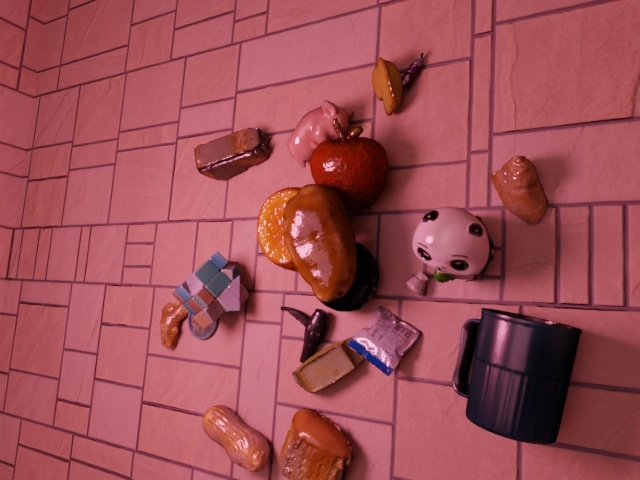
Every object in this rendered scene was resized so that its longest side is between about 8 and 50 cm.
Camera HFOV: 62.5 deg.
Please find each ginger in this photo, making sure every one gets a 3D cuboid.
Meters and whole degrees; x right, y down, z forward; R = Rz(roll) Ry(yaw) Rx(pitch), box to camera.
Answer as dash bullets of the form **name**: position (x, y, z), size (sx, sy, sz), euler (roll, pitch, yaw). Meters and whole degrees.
- **ginger**: position (0.569, -0.146, 1.473), size (0.115, 0.122, 0.193), euler (-27, 73, 3)
- **ginger**: position (-0.603, 0.324, 2.118), size (0.115, 0.081, 0.205), euler (23, 85, 1)

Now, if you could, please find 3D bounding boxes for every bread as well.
- **bread**: position (0.225, -0.508, 1.756), size (0.065, 0.149, 0.187), euler (-16, 91, -15)
- **bread**: position (-0.080, -0.047, 1.811), size (0.312, 0.172, 0.312), euler (-4, 82, 30)
- **bread**: position (-0.029, 0.654, 1.662), size (0.262, 0.163, 0.204), euler (22, 91, 41)

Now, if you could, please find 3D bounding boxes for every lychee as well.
- **lychee**: position (0.091, -0.242, 1.707), size (0.255, 0.255, 0.299), euler (-1, 91, 31)

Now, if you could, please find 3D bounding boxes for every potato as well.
- **potato**: position (0.000, 0.000, 1.582), size (0.176, 0.196, 0.369), euler (-43, 60, 57)

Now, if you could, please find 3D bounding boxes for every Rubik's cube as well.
- **Rubik's cube**: position (-0.386, 0.184, 1.941), size (0.213, 0.265, 0.224), euler (46, 147, -7)

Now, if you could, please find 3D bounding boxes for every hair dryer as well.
- **hair dryer**: position (-0.074, 0.294, 1.824), size (0.219, 0.075, 0.195), euler (31, 107, 42)

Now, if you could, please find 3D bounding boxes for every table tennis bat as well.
- **table tennis bat**: position (-0.467, 0.269, 2.073), size (0.149, 0.038, 0.237), euler (-12, 78, 30)

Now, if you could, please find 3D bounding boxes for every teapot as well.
- **teapot**: position (0.297, 0.125, 1.623), size (0.064, 0.064, 0.083), euler (-54, 28, 4)

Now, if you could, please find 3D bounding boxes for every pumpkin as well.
- **pumpkin**: position (0.076, 0.111, 1.694), size (0.233, 0.163, 0.233), euler (-4, 81, 27)

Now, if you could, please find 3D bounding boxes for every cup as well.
- **cup**: position (0.483, 0.335, 1.362), size (0.308, 0.242, 0.292), euler (9, 88, 30)

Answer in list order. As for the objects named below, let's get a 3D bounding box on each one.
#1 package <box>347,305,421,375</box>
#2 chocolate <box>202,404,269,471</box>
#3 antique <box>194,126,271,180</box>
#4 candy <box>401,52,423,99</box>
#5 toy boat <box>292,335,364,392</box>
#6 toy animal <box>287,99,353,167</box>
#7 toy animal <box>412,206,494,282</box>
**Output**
- **package**: position (0.196, 0.305, 1.633), size (0.171, 0.027, 0.173), euler (33, 75, 31)
- **chocolate**: position (-0.293, 0.684, 1.841), size (0.309, 0.134, 0.134), euler (29, 97, 36)
- **antique**: position (-0.329, -0.339, 2.046), size (0.284, 0.150, 0.125), euler (-18, 71, 19)
- **candy**: position (0.294, -0.544, 1.750), size (0.043, 0.045, 0.175), euler (29, 96, -2)
- **toy boat**: position (0.018, 0.412, 1.712), size (0.276, 0.084, 0.111), euler (-33, 87, 21)
- **toy animal**: position (-0.007, -0.377, 1.843), size (0.250, 0.166, 0.154), euler (-34, 94, 25)
- **toy animal**: position (0.372, 0.018, 1.475), size (0.213, 0.267, 0.212), euler (-3, 85, 29)
